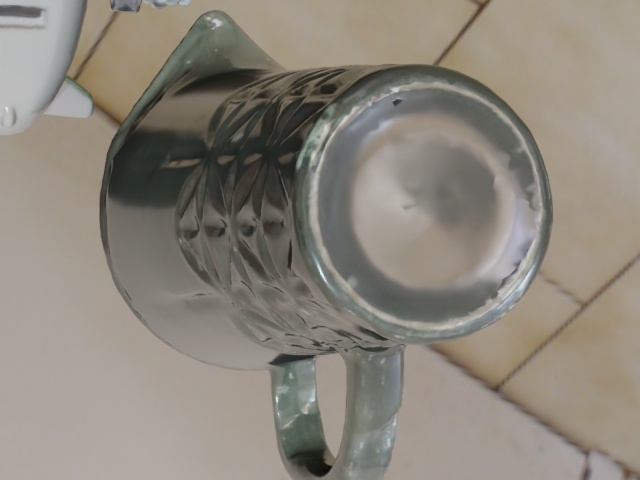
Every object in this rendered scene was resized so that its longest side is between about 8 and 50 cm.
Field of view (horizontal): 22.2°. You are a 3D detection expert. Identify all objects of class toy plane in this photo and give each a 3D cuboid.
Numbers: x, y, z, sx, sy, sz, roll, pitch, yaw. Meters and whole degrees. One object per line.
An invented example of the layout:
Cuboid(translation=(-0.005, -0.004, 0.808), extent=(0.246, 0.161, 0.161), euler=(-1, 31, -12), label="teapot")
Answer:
Cuboid(translation=(-0.141, -0.117, 0.735), extent=(0.174, 0.080, 0.174), euler=(-7, 137, -7), label="toy plane")

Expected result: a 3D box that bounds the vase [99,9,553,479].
Cuboid(translation=(0.000, 0.000, 0.729), extent=(0.156, 0.301, 0.251), euler=(-9, 91, -16), label="vase")
